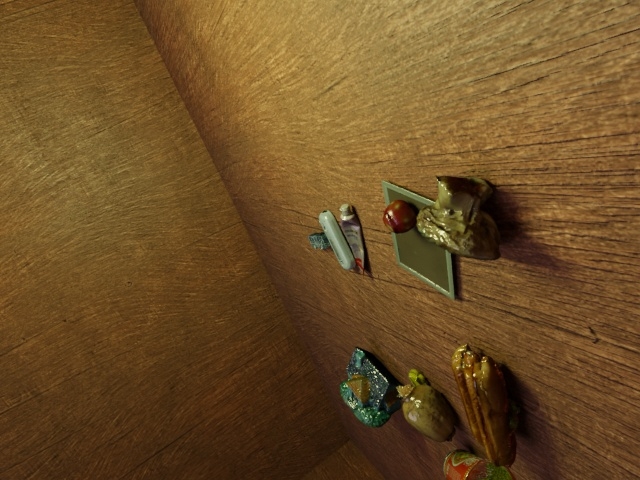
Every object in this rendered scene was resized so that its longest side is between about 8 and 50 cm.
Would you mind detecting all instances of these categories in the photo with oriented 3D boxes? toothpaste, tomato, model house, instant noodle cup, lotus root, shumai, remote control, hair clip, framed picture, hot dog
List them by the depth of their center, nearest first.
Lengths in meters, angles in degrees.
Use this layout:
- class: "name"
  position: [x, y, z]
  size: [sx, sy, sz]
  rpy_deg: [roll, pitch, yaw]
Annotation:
- class: "shumai"
  position: [0.282, -0.050, 0.813]
  size: [0.209, 0.161, 0.153]
  rpy_deg: [-82, 0, -73]
- class: "tomato"
  position: [0.194, -0.056, 1.026]
  size: [0.087, 0.075, 0.087]
  rpy_deg: [50, 163, 21]
- class: "framed picture"
  position: [0.262, -0.004, 1.077]
  size: [0.232, 0.019, 0.297]
  rpy_deg: [37, 151, 50]
- class: "hot dog"
  position: [0.451, 0.437, 1.090]
  size: [0.158, 0.116, 0.349]
  rpy_deg: [-115, 4, -72]
- class: "instant noodle cup"
  position: [0.519, 0.804, 1.385]
  size: [0.193, 0.193, 0.212]
  rpy_deg: [59, 168, 3]
- class: "toothpaste"
  position: [0.116, 0.003, 1.413]
  size: [0.075, 0.048, 0.301]
  rpy_deg: [32, 149, 46]
- class: "lotus root"
  position: [0.385, 0.607, 1.448]
  size: [0.257, 0.154, 0.140]
  rpy_deg: [43, 158, -8]
- class: "hair clip"
  position: [0.380, 0.554, 1.537]
  size: [0.072, 0.046, 0.173]
  rpy_deg: [-3, 117, 58]
- class: "remote control"
  position: [0.061, 0.001, 1.541]
  size: [0.245, 0.047, 0.087]
  rpy_deg: [64, 164, -6]
- class: "model house"
  position: [0.215, 0.620, 1.775]
  size: [0.261, 0.225, 0.241]
  rpy_deg: [39, 151, 41]

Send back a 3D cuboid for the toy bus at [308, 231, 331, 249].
- class: "toy bus"
  position: [0.000, 0.000, 1.692]
  size: [0.065, 0.047, 0.166]
  rpy_deg: [67, 160, -9]
